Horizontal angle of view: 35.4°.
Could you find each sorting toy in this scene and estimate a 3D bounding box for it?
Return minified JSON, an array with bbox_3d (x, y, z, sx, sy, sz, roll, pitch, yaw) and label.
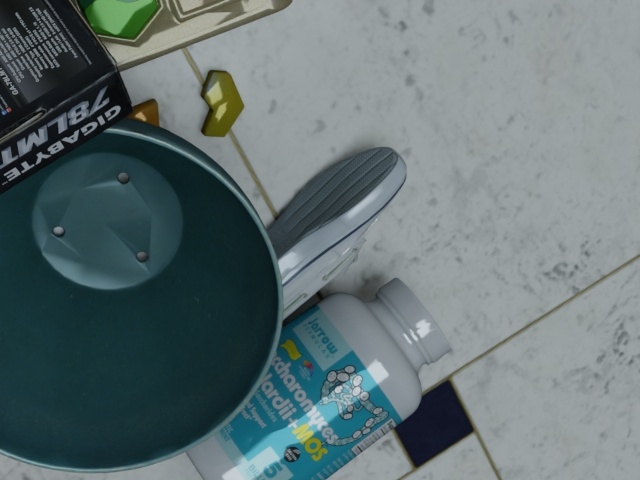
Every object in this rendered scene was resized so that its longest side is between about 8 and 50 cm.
[{"bbox_3d":[-0.137,-0.223,0.874,0.229,0.041,0.307,-24,114,-10],"label":"sorting toy"}]

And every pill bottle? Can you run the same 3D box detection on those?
[{"bbox_3d":[-0.003,0.150,0.990,0.264,0.146,0.146,-37,116,-5],"label":"pill bottle"}]

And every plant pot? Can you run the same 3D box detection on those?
[{"bbox_3d":[-0.185,0.017,0.843,0.290,0.195,0.290,-3,113,-7],"label":"plant pot"}]

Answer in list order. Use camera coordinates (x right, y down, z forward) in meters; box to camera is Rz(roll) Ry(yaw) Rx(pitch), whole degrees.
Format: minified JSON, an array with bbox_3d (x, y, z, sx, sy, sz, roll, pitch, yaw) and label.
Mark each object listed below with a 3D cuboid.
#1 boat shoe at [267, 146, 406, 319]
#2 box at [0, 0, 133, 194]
[{"bbox_3d":[0.000,0.000,0.987,0.226,0.083,0.076,-37,128,9],"label":"boat shoe"},{"bbox_3d":[-0.330,-0.133,0.680,0.293,0.073,0.295,-35,76,-9],"label":"box"}]
